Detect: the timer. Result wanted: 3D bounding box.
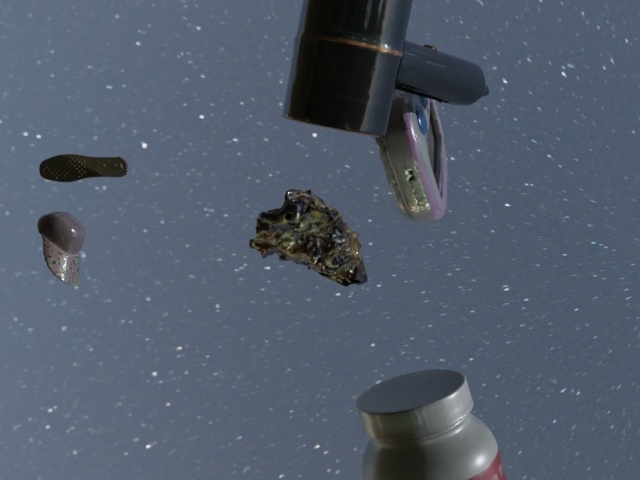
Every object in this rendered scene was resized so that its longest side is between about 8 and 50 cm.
[{"bbox_3d":[0.122,-0.137,0.990,0.069,0.208,0.190,-11,-52,19],"label":"timer"}]

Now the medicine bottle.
[{"bbox_3d":[0.116,0.257,0.697,0.131,0.131,0.250,-13,-85,28],"label":"medicine bottle"}]

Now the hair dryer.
[{"bbox_3d":[0.105,-0.206,0.807,0.107,0.352,0.189,19,-76,35],"label":"hair dryer"}]

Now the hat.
[{"bbox_3d":[-0.279,0.006,0.827,0.042,0.058,0.087,-25,-92,8],"label":"hat"}]

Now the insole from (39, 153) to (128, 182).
[{"bbox_3d":[-0.367,-0.113,1.150,0.002,0.135,0.045,-11,-97,61],"label":"insole"}]

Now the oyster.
[{"bbox_3d":[0.000,0.001,0.656,0.086,0.132,0.029,-61,-146,31],"label":"oyster"}]
